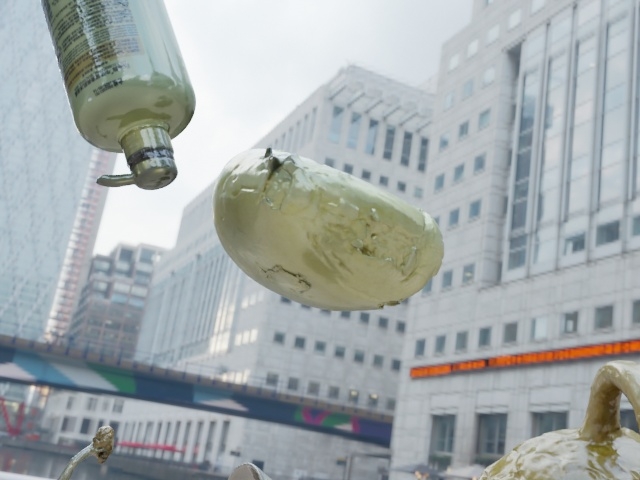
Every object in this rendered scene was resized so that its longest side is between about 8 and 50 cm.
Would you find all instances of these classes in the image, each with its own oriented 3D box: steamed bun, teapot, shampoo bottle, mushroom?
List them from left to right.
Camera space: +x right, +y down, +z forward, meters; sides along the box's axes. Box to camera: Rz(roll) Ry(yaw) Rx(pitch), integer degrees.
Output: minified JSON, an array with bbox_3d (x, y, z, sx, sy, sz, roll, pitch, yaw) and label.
[{"bbox_3d":[-0.244,0.263,0.598,0.028,0.286,0.026,42,-21,-22],"label":"mushroom"},{"bbox_3d":[-0.125,-0.107,0.514,0.079,0.162,0.079,-19,-18,-6],"label":"shampoo bottle"},{"bbox_3d":[0.000,0.000,0.947,0.273,0.166,0.232,22,2,-36],"label":"steamed bun"},{"bbox_3d":[0.193,0.231,0.523,0.204,0.311,0.167,2,19,-5],"label":"teapot"}]

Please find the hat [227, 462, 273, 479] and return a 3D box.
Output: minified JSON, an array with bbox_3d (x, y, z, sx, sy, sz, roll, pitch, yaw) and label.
[{"bbox_3d":[0.024,0.280,0.749,0.164,0.226,0.219,-27,11,-20],"label":"hat"}]
